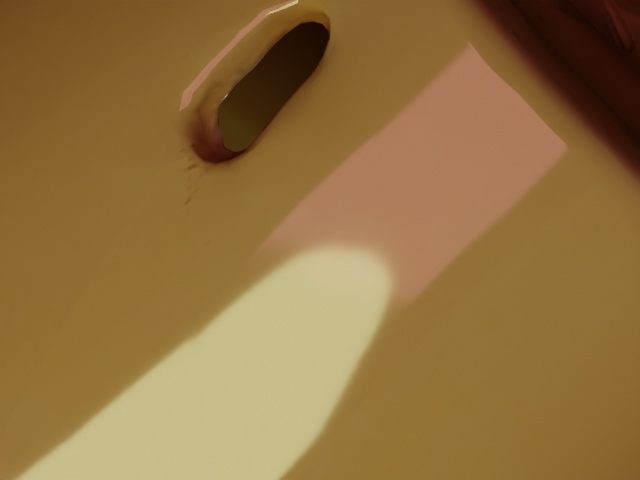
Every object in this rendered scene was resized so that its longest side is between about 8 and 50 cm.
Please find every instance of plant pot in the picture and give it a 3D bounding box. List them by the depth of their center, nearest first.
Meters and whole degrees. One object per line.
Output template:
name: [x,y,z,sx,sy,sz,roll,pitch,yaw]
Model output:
plant pot: [0.000,0.000,0.438,0.291,0.291,0.203,45,115,-8]
